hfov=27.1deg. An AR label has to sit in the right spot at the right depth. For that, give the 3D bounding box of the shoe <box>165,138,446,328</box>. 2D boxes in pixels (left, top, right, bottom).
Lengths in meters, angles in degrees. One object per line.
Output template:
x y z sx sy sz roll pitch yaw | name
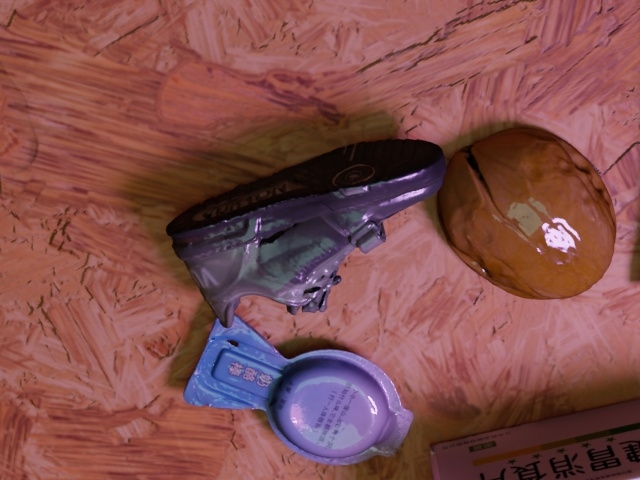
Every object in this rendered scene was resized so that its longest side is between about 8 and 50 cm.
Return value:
0.000 0.002 1.363 0.293 0.109 0.149 -16 112 8 | shoe

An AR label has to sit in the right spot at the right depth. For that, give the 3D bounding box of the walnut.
0.222 -0.017 1.365 0.211 0.087 0.167 39 100 -13 | walnut

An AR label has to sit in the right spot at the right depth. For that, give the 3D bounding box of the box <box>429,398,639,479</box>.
0.294 0.282 1.422 0.333 0.173 0.145 -12 109 4 | box

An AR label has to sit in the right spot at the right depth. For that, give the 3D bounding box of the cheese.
-0.018 0.168 1.445 0.245 0.052 0.135 23 105 -7 | cheese
